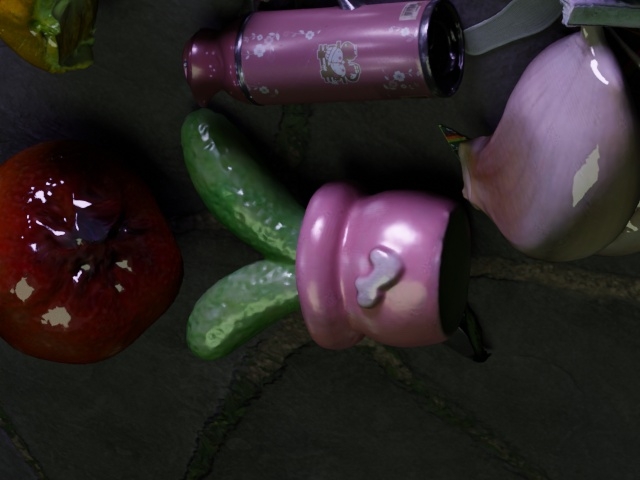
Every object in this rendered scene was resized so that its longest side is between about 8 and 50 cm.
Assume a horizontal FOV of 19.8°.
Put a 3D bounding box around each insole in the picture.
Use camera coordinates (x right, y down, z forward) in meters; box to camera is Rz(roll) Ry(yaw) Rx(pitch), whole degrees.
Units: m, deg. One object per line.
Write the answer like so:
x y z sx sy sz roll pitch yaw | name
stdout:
0.211 -0.241 2.019 0.153 0.002 0.053 -22 122 40 | insole

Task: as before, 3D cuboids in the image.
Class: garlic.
0.308 -0.109 1.984 0.232 0.245 0.340 -4 141 -19 | garlic

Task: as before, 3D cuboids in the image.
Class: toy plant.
0.004 0.001 2.243 0.356 0.211 0.317 6 103 25 | toy plant

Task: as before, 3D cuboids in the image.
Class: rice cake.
0.330 -0.235 1.867 0.208 0.033 0.033 -1 135 -26 | rice cake

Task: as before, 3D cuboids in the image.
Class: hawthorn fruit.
-0.329 0.029 2.361 0.295 0.295 0.311 25 143 -2 | hawthorn fruit

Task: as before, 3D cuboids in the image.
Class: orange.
-0.299 -0.307 2.054 0.158 0.179 0.237 24 141 -5 | orange

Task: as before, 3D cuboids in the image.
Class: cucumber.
0.140 0.088 2.375 0.220 0.046 0.070 30 131 -7 | cucumber

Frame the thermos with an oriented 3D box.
-0.014 -0.219 2.066 0.330 0.109 0.136 -1 134 26 | thermos

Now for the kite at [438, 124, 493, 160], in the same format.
0.191 -0.102 2.174 0.122 0.004 0.090 25 140 -2 | kite

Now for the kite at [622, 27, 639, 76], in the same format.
0.360 -0.228 1.957 0.190 0.010 0.159 22 140 4 | kite
